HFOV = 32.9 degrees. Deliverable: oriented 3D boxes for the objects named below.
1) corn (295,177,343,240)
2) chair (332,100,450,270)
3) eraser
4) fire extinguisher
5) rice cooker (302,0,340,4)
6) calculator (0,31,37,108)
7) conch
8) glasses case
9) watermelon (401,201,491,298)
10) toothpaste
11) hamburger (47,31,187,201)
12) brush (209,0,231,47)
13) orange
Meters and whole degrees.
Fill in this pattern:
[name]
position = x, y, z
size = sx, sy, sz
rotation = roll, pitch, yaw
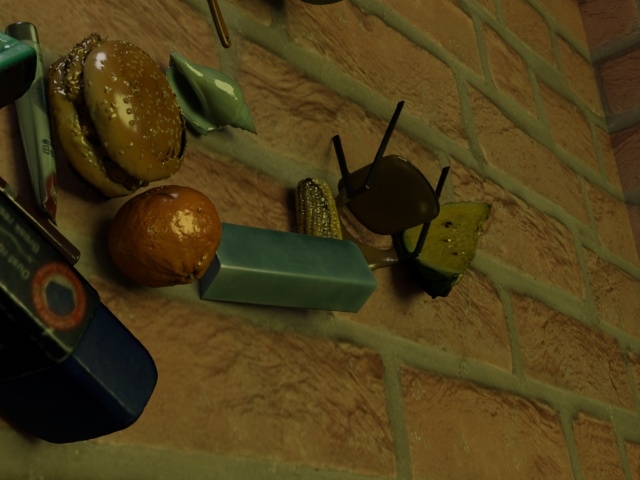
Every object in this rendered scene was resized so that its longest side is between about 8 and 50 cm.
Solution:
[corn]
position = 0.000, 0.000, 1.619
size = 0.072, 0.072, 0.203
rotation = 18, 57, -52
[chair]
position = 0.098, -0.067, 1.737
size = 0.159, 0.172, 0.247
rotation = 50, 29, -31
[eraser]
position = -0.311, 0.057, 1.021
size = 0.332, 0.155, 0.101
rotation = 53, 37, -28
[fire extinguisher]
position = -0.329, -0.026, 1.160
size = 0.049, 0.035, 0.173
rotation = -49, 121, -13
[rice cooker]
position = -0.020, -0.537, 1.719
size = 0.277, 0.288, 0.288
rotation = 28, 50, -49
[calculator]
position = -0.418, -0.163, 0.942
size = 0.248, 0.058, 0.274
rotation = 27, 34, 13
[conch]
position = -0.154, -0.192, 1.511
size = 0.180, 0.088, 0.065
rotation = 36, 0, -33
[glasses case]
position = -0.043, 0.034, 1.477
size = 0.266, 0.056, 0.105
rotation = 8, 65, -38
[watermelon]
position = 0.218, 0.012, 1.892
size = 0.123, 0.129, 0.301
rotation = 62, 26, -16
[toothpaste]
position = -0.321, -0.133, 1.217
size = 0.062, 0.039, 0.239
rotation = 100, -22, -72
[hamburger]
position = -0.236, -0.151, 1.265
size = 0.182, 0.118, 0.191
rotation = -1, 71, -78
[brush]
position = -0.164, -0.371, 1.635
size = 0.043, 0.014, 0.170
rotation = -14, 85, -57
[orange]
position = -0.181, -0.002, 1.270
size = 0.135, 0.135, 0.117
rotation = 28, 38, -48
